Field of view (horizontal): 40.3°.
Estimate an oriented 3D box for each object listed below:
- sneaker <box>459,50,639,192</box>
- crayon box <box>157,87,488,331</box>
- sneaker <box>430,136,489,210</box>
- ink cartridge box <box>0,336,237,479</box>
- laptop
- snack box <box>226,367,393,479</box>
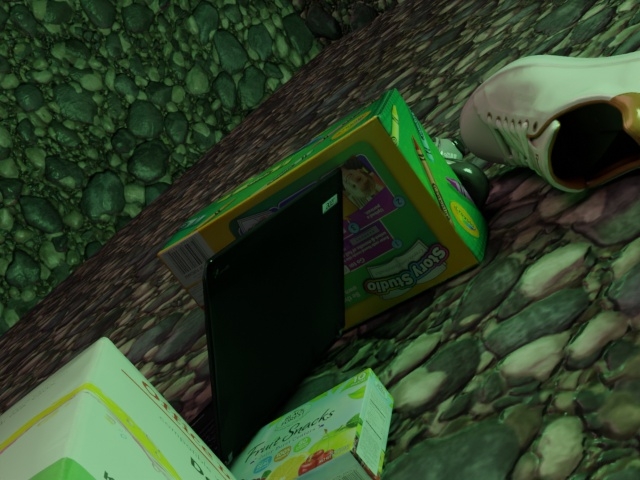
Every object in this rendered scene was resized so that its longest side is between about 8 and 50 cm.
[{"bbox_3d":[0.204,-0.102,0.795,0.123,0.106,0.290,-41,17,-23],"label":"sneaker"},{"bbox_3d":[0.000,0.000,0.846,0.278,0.165,0.081,-30,16,27],"label":"crayon box"},{"bbox_3d":[0.126,-0.077,0.944,0.132,0.086,0.228,-42,15,-25],"label":"sneaker"},{"bbox_3d":[-0.096,0.178,0.446,0.119,0.207,0.353,-39,12,-4],"label":"ink cartridge box"},{"bbox_3d":[-0.086,0.089,0.734,0.264,0.137,0.234,-32,4,32],"label":"laptop"},{"bbox_3d":[-0.015,0.163,0.645,0.141,0.037,0.100,-33,14,22],"label":"snack box"}]
